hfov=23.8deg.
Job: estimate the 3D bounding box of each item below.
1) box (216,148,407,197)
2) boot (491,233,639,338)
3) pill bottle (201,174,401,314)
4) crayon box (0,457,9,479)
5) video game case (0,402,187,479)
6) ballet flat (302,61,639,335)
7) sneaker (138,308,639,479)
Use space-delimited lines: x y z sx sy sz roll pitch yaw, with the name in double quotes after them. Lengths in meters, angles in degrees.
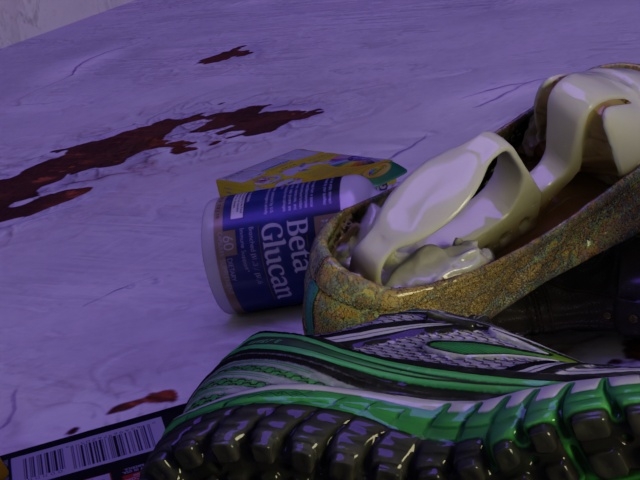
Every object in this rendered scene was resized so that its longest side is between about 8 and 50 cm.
-0.006 -0.048 1.423 0.105 0.043 0.179 -23 18 -30 "box"
0.189 0.008 1.053 0.229 0.091 0.263 -8 28 14 "boot"
0.000 0.000 1.181 0.169 0.094 0.094 -10 18 11 "pill bottle"
-0.333 0.149 0.922 0.203 0.083 0.323 -37 26 -28 "crayon box"
-0.049 0.148 0.860 0.275 0.035 0.248 -15 17 -9 "video game case"
0.133 -0.038 0.949 0.348 0.123 0.123 -33 23 -18 "ballet flat"
0.092 0.083 0.710 0.343 0.134 0.146 2 35 15 "sneaker"
